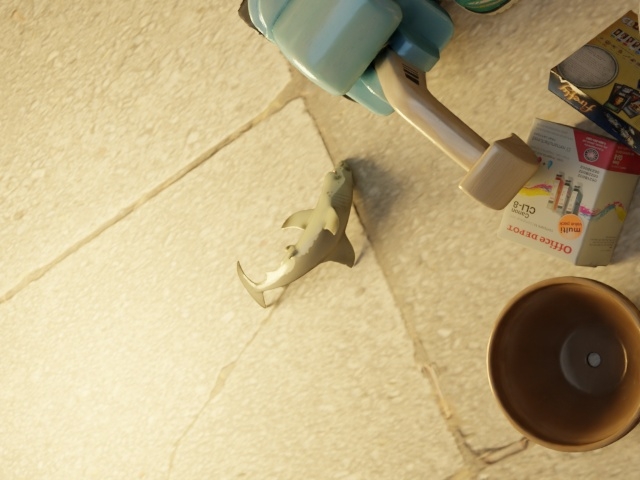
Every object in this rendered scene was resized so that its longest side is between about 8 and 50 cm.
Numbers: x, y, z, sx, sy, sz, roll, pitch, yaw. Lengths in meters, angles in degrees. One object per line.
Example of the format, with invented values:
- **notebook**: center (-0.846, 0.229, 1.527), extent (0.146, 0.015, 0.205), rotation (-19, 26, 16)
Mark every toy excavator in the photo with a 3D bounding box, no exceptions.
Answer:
- **toy excavator**: center (0.089, -0.249, 1.771), extent (0.433, 0.445, 0.222), rotation (34, 112, -14)

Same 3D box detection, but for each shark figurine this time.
- **shark figurine**: center (-0.010, 0.026, 1.986), extent (0.278, 0.116, 0.166), rotation (-50, 30, 13)

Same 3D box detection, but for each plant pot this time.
- **plant pot**: center (0.357, 0.167, 1.731), extent (0.237, 0.109, 0.237), rotation (-2, 87, 34)

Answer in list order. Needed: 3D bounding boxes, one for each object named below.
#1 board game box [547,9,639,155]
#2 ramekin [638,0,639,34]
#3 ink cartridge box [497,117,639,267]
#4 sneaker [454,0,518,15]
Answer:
- **board game box**: center (0.446, -0.189, 1.664), extent (0.165, 0.042, 0.243), rotation (-36, 61, -21)
- **ramekin**: center (0.522, -0.280, 1.527), extent (0.272, 0.127, 0.273), rotation (2, 99, 12)
- **ink cartridge box**: center (0.345, -0.063, 1.735), extent (0.128, 0.127, 0.176), rotation (22, 101, 31)
- **sneaker**: center (0.297, -0.423, 1.787), extent (0.275, 0.110, 0.107), rotation (-45, 66, 23)
